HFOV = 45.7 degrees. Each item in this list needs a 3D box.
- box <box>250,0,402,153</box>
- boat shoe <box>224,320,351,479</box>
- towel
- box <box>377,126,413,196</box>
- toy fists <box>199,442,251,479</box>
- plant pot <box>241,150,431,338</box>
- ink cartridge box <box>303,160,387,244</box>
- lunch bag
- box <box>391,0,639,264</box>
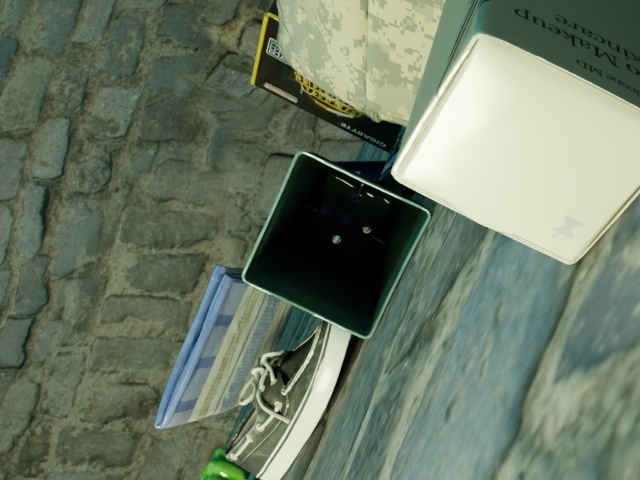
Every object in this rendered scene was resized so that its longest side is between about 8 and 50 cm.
[{"bbox_3d":[0.042,-0.300,1.390,0.079,0.321,0.257,-65,3,-20],"label":"box"},{"bbox_3d":[-0.050,0.203,1.020,0.113,0.104,0.306,-69,5,-53],"label":"boat shoe"},{"bbox_3d":[-0.110,0.130,0.990,0.209,0.034,0.285,-67,-17,2],"label":"towel"},{"bbox_3d":[0.147,-0.159,0.994,0.220,0.051,0.175,139,155,-83],"label":"box"},{"bbox_3d":[-0.179,0.473,1.275,0.279,0.096,0.142,-72,-3,-52],"label":"toy fists"},{"bbox_3d":[0.024,-0.012,0.967,0.234,0.165,0.166,-65,0,-80],"label":"plant pot"},{"bbox_3d":[0.000,0.000,1.200,0.333,0.165,0.065,116,145,-51],"label":"ink cartridge box"},{"bbox_3d":[0.062,-0.279,0.717,0.213,0.255,0.305,-59,-20,-31],"label":"lunch bag"},{"bbox_3d":[0.130,-0.121,0.456,0.275,0.113,0.094,-71,7,-49],"label":"box"}]
